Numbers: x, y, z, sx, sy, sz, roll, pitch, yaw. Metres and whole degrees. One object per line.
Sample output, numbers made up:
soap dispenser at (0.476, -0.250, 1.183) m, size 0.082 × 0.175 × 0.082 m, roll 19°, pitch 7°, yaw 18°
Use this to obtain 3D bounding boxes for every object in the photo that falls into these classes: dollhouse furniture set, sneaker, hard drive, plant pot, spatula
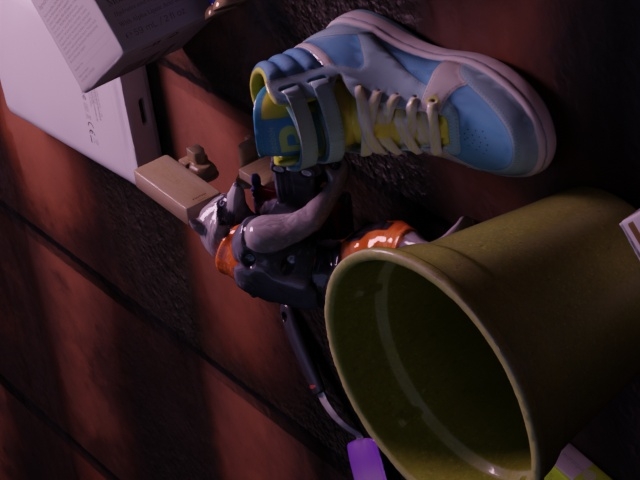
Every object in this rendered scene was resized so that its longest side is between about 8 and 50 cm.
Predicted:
dollhouse furniture set at (-0.119, -0.037, 1.952) m, size 0.144 × 0.151 × 0.123 m, roll 34°, pitch 141°, yaw 41°
sneaker at (0.058, -0.111, 1.562) m, size 0.319 × 0.208 × 0.127 m, roll 28°, pitch 136°, yaw 43°
hard drive at (-0.352, -0.232, 2.243) m, size 0.353 × 0.047 × 0.233 m, roll 28°, pitch 138°, yaw 42°
plant pot at (0.188, 0.080, 1.482) m, size 0.276 × 0.254 × 0.276 m, roll 38°, pitch 143°, yaw 35°
spatula at (0.016, 0.214, 2.082) m, size 0.084 × 0.030 × 0.296 m, roll -23°, pitch 95°, yaw 59°

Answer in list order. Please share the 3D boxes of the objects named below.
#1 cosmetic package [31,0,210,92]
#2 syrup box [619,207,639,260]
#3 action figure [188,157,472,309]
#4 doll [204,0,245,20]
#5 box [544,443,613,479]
cosmetic package at (-0.243, -0.304, 1.910) m, size 0.184 × 0.151 × 0.151 m, roll 60°, pitch 150°, yaw -1°
syrup box at (0.359, -0.028, 1.290) m, size 0.096 × 0.093 × 0.237 m, roll 59°, pitch 150°, yaw 2°
action figure at (0.000, 0.000, 1.757) m, size 0.330 × 0.178 × 0.341 m, roll 16°, pitch 144°, yaw 26°
doll at (-0.139, -0.350, 1.816) m, size 0.189 × 0.046 × 0.129 m, roll 68°, pitch 159°, yaw -1°
box at (0.250, 0.263, 1.756) m, size 0.178 × 0.042 × 0.109 m, roll 41°, pitch 144°, yaw 31°
